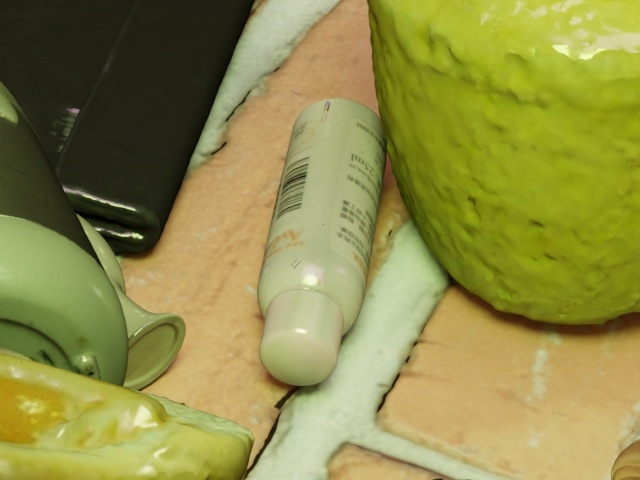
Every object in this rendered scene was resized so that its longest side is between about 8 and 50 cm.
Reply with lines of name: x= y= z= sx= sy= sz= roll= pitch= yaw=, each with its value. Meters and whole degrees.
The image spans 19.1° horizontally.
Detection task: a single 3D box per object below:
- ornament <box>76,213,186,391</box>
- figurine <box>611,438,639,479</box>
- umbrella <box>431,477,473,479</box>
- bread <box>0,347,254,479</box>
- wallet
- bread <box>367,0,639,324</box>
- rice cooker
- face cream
ornament: x=-0.169 y=0.038 z=1.377 sx=0.075 sy=0.081 sz=0.156 roll=-48 pitch=59 yaw=-1
figurine: x=0.209 y=0.193 z=1.206 sx=0.114 sy=0.157 sz=0.126 roll=32 pitch=38 yaw=-4
umbrella: x=0.072 y=0.252 z=1.174 sx=0.071 sy=0.080 sz=0.224 roll=35 pitch=40 yaw=-22
bread: x=-0.218 y=0.213 z=0.963 sx=0.301 sy=0.341 sz=0.210 roll=19 pitch=5 yaw=3
wallet: x=-0.195 y=-0.149 z=1.588 sx=0.228 sy=0.062 sz=0.406 roll=11 pitch=41 yaw=4
bread: x=0.202 y=-0.132 z=1.441 sx=0.348 sy=0.307 sz=0.348 roll=-1 pitch=41 yaw=1
rice cooker: x=-0.283 y=0.033 z=1.219 sx=0.288 sy=0.288 sz=0.277 roll=-13 pitch=44 yaw=-22
face cream: x=0.000 y=0.000 z=1.433 sx=0.082 sy=0.082 sz=0.269 roll=9 pitch=40 yaw=2
